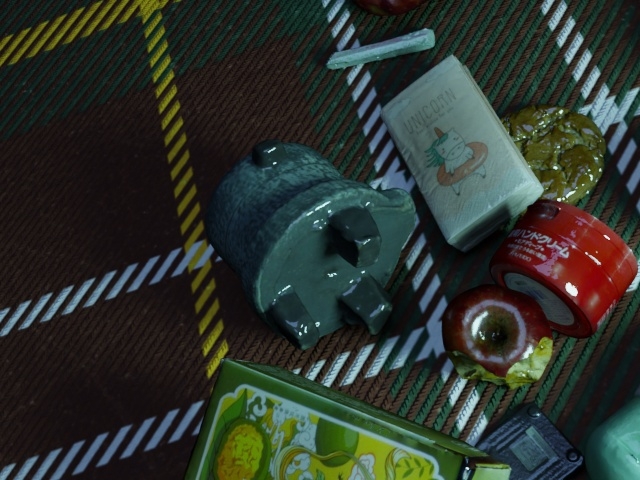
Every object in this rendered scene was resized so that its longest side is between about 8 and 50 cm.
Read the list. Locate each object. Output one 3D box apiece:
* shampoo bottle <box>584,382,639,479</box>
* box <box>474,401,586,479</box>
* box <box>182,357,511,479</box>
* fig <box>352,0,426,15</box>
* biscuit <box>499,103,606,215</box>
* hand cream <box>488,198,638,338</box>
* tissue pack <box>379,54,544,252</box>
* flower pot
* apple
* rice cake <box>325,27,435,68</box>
[{"bbox_3d":[0.510,0.232,1.463,0.349,0.151,0.222,-37,58,-6],"label":"shampoo bottle"},{"bbox_3d":[0.296,0.309,1.557,0.125,0.027,0.126,-37,56,-6],"label":"box"},{"bbox_3d":[-0.004,0.393,1.434,0.420,0.138,0.373,17,88,34],"label":"box"},{"bbox_3d":[0.137,-0.550,2.015,0.224,0.224,0.263,1,103,18],"label":"fig"},{"bbox_3d":[0.358,-0.138,1.799,0.226,0.042,0.226,-8,59,14],"label":"biscuit"},{"bbox_3d":[0.355,0.043,1.602,0.193,0.193,0.125,29,72,30],"label":"hand cream"},{"bbox_3d":[0.225,-0.150,1.798,0.170,0.071,0.325,-37,49,18],"label":"tissue pack"},{"bbox_3d":[0.000,0.000,1.685,0.299,0.299,0.283,-37,49,-6],"label":"flower pot"},{"bbox_3d":[0.258,0.140,1.593,0.156,0.158,0.147,-13,71,9],"label":"apple"},{"bbox_3d":[0.110,-0.351,2.011,0.207,0.033,0.033,-11,67,12],"label":"rice cake"}]
